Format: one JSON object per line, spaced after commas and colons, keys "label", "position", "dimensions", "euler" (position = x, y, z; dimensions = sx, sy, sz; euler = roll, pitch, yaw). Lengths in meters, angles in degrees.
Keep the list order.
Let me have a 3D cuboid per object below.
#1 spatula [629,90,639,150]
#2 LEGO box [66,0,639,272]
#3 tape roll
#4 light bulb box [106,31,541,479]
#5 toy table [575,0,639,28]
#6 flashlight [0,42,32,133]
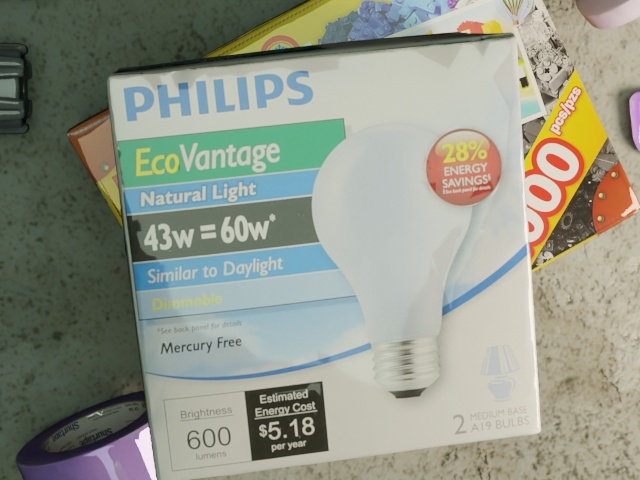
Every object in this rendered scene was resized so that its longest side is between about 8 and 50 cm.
{"label": "spatula", "position": [0.526, -0.159, 1.432], "dimensions": [0.297, 0.030, 0.084], "euler": [-7, 99, 1]}
{"label": "LEGO box", "position": [0.036, -0.083, 1.301], "dimensions": [0.500, 0.193, 0.372], "euler": [-29, 101, -3]}
{"label": "tape roll", "position": [-0.239, 0.243, 1.310], "dimensions": [0.189, 0.189, 0.080], "euler": [-21, 99, -4]}
{"label": "light bulb box", "position": [0.000, 0.000, 1.095], "dimensions": [0.358, 0.225, 0.360], "euler": [-7, 100, -6]}
{"label": "toy table", "position": [0.347, -0.391, 1.295], "dimensions": [0.161, 0.252, 0.274], "euler": [37, 80, -27]}
{"label": "flashlight", "position": [-0.473, -0.166, 1.268], "dimensions": [0.304, 0.103, 0.103], "euler": [-2, 101, -9]}
